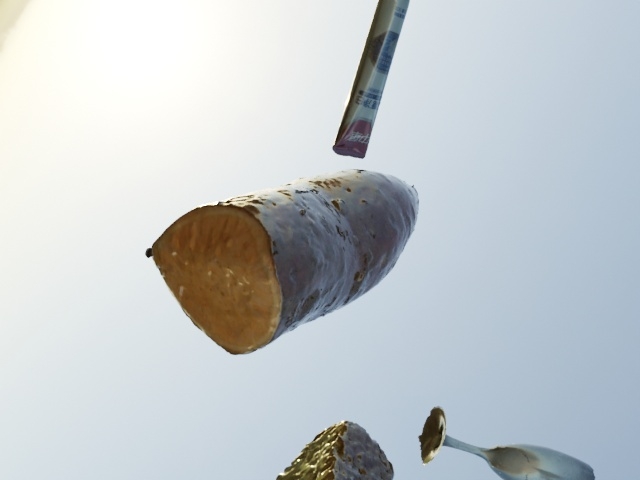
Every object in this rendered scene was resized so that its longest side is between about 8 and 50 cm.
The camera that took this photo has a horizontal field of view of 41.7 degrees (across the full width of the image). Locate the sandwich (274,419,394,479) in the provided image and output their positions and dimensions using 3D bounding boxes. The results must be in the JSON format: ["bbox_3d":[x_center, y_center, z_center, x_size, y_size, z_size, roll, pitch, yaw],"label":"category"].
[{"bbox_3d":[-0.049,0.320,0.740,0.254,0.099,0.288,-42,-165,23],"label":"sandwich"}]

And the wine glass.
[{"bbox_3d":[0.209,0.242,0.930,0.066,0.198,0.066,-160,-90,-76],"label":"wine glass"}]

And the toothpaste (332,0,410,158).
[{"bbox_3d":[0.069,-0.223,1.084,0.039,0.062,0.239,29,-73,45],"label":"toothpaste"}]

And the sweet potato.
[{"bbox_3d":[0.002,0.001,0.731,0.131,0.131,0.336,-45,167,28],"label":"sweet potato"}]
